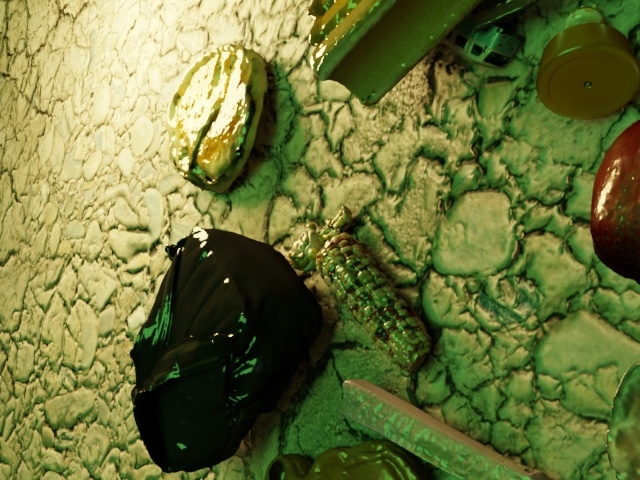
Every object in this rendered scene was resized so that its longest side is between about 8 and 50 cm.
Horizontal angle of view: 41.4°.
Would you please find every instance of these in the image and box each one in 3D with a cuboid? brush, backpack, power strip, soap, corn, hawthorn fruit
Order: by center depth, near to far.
[{"bbox_3d":[0.423,-0.056,0.966,0.215,0.215,0.250,16,87,47],"label":"hawthorn fruit"},{"bbox_3d":[0.346,-0.361,1.175,0.300,0.071,0.084,-22,61,32],"label":"brush"},{"bbox_3d":[0.130,-0.416,1.319,0.335,0.156,0.294,-42,34,33],"label":"soap"},{"bbox_3d":[0.143,0.298,1.323,0.051,0.019,0.136,-40,55,32],"label":"power strip"},{"bbox_3d":[0.088,0.096,1.377,0.280,0.092,0.092,50,118,35],"label":"corn"},{"bbox_3d":[-0.207,0.215,1.556,0.363,0.254,0.446,48,120,48],"label":"backpack"}]

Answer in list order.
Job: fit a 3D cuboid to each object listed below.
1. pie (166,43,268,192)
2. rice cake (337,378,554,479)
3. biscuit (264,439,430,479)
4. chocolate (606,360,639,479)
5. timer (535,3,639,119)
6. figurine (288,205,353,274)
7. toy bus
[{"bbox_3d":[-0.217,-0.255,1.779,0.339,0.077,0.339,-15,71,49],"label":"pie"},{"bbox_3d":[0.171,0.294,1.236,0.399,0.070,0.064,21,89,42],"label":"rice cake"},{"bbox_3d":[0.053,0.501,1.339,0.455,0.078,0.350,-24,73,43],"label":"biscuit"},{"bbox_3d":[0.457,0.233,0.952,0.253,0.080,0.157,3,70,46],"label":"chocolate"},{"bbox_3d":[0.357,-0.261,1.145,0.132,0.132,0.152,-29,40,40],"label":"timer"},{"bbox_3d":[0.001,-0.003,1.506,0.143,0.068,0.101,-54,22,-2],"label":"figurine"},{"bbox_3d":[0.244,-0.310,1.300,0.123,0.060,0.075,45,118,44],"label":"toy bus"}]
